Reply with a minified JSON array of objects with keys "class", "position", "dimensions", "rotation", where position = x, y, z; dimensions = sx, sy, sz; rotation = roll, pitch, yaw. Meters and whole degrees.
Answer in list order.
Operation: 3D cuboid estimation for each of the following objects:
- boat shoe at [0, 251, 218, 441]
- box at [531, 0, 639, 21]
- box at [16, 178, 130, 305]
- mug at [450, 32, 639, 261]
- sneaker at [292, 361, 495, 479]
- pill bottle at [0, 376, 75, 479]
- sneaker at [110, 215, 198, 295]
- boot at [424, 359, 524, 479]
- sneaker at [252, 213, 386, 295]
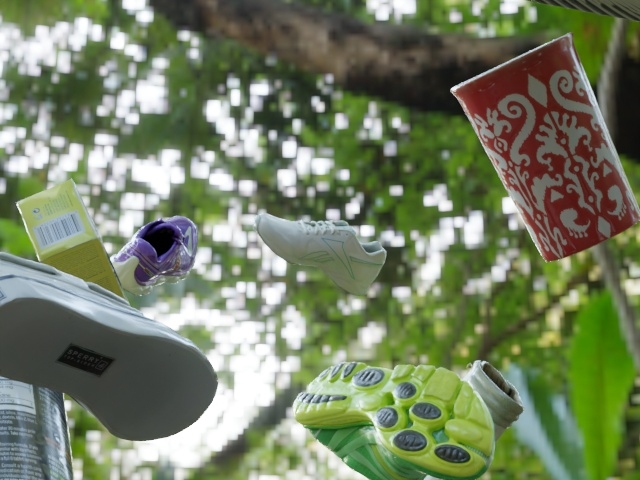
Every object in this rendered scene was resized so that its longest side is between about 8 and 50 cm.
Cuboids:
[{"class":"boat shoe","position":[-0.168,0.067,1.320],"dimensions":[0.095,0.084,0.258],"rotation":[-44,-38,5]},{"class":"box","position":[0.287,-0.288,1.804],"dimensions":[0.275,0.113,0.094],"rotation":[11,-26,-6]},{"class":"box","position":[-0.207,0.056,1.676],"dimensions":[0.058,0.087,0.232],"rotation":[-23,-41,-7]},{"class":"mug","position":[0.202,-0.080,1.575],"dimensions":[0.113,0.169,0.150],"rotation":[-25,2,19]},{"class":"sneaker","position":[0.091,0.196,1.877],"dimensions":[0.123,0.109,0.295],"rotation":[52,-21,-25]},{"class":"pill bottle","position":[-0.279,0.173,1.573],"dimensions":[0.130,0.245,0.130],"rotation":[-7,-50,-8]},{"class":"sneaker","position":[-0.160,0.007,1.917],"dimensions":[0.068,0.170,0.071],"rotation":[42,-68,1]},{"class":"boot","position":[0.147,0.208,2.110],"dimensions":[0.077,0.213,0.165],"rotation":[31,-84,-23]},{"class":"sneaker","position":[0.000,0.000,1.885],"dimensions":[0.152,0.053,0.061],"rotation":[25,-66,-26]}]
